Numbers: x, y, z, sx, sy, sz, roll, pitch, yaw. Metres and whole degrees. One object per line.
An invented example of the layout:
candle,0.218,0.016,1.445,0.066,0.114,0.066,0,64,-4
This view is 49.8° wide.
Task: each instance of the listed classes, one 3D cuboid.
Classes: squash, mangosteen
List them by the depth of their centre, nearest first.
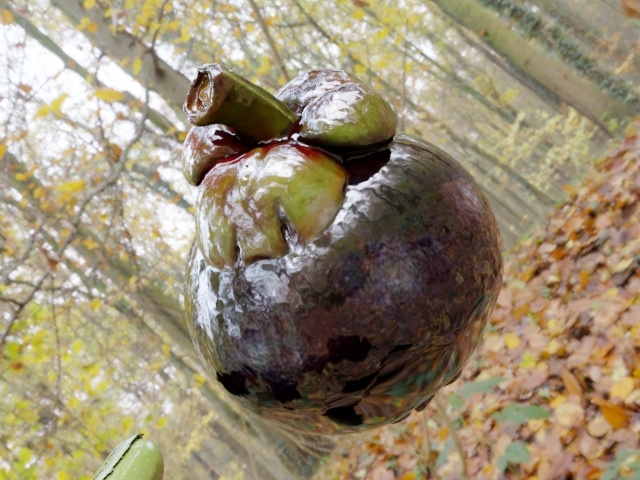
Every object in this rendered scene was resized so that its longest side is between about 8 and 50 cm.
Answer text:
squash,-0.256,0.328,0.778,0.094,0.094,0.341,-53,3,13
mangosteen,0.000,0.000,0.789,0.382,0.435,0.382,-33,5,4
